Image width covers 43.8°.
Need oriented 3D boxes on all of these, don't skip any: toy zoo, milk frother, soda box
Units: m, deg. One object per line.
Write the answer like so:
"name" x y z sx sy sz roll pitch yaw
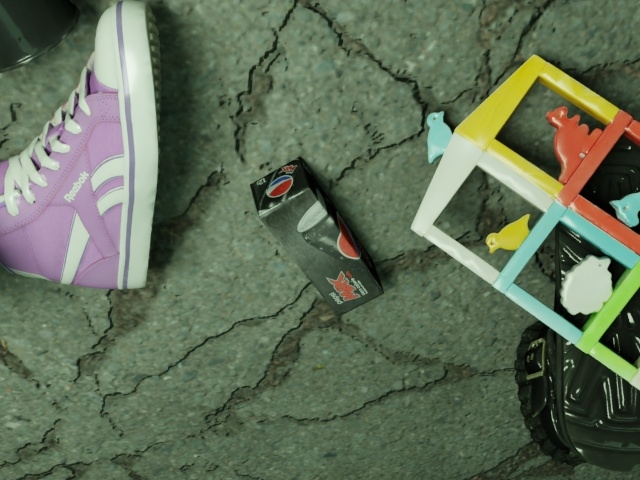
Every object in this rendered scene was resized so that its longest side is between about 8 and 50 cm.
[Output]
"toy zoo" 0.218 -0.030 0.712 0.293 0.030 0.192 37 97 9
"milk frother" -0.253 -0.165 0.525 0.129 0.143 0.135 -21 131 9
"soda box" 0.000 0.000 0.788 0.060 0.053 0.169 -28 131 11

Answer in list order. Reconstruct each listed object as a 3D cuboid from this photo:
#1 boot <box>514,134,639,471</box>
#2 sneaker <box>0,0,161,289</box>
"boot" 0.294 0.074 0.859 0.131 0.348 0.260 11 171 10
"sneaker" -0.213 -0.066 0.650 0.160 0.102 0.282 5 129 -14
